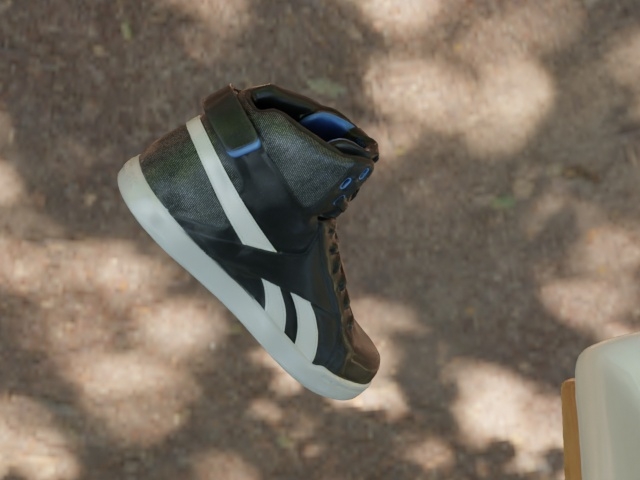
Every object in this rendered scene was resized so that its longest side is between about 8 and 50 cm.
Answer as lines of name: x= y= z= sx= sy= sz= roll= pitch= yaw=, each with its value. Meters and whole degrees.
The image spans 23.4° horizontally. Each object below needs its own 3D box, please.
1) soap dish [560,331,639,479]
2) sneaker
soap dish: x=0.225 y=0.138 z=0.661 sx=0.229 sy=0.291 sz=0.118 roll=-12 pitch=114 yaw=13
sneaker: x=0.000 y=0.000 z=0.864 sx=0.121 sy=0.079 sz=0.217 roll=-37 pitch=128 yaw=12
